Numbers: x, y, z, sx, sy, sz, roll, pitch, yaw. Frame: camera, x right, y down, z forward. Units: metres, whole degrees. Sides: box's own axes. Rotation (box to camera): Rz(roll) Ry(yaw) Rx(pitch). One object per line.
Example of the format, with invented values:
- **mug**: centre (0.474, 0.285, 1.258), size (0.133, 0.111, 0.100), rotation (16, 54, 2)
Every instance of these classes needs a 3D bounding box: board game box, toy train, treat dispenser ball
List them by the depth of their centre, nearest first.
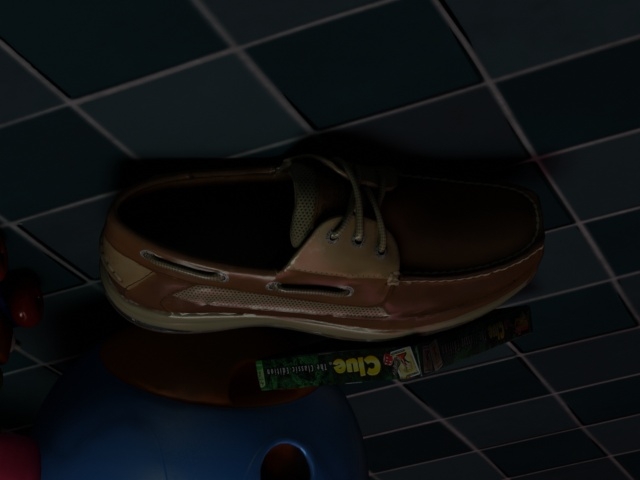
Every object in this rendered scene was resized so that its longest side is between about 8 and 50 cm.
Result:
- **toy train**: centre (-0.270, 0.102, 1.258), size (0.105, 0.143, 0.248), rotation (-9, 154, 6)
- **board game box**: centre (0.067, 0.085, 1.292), size (0.136, 0.030, 0.260), rotation (-10, 179, 27)
- **treat dispenser ball**: centre (-0.103, 0.203, 1.337), size (0.288, 0.288, 0.288), rotation (-5, 154, -2)

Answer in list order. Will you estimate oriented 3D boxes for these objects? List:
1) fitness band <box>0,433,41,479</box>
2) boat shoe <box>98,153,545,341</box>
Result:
- **fitness band**: centre (-0.343, 0.181, 1.217), size (0.209, 0.054, 0.291), rotation (14, 157, -43)
- **boat shoe**: centre (0.000, 0.000, 1.144), size (0.324, 0.122, 0.120), rotation (-6, 151, -3)
